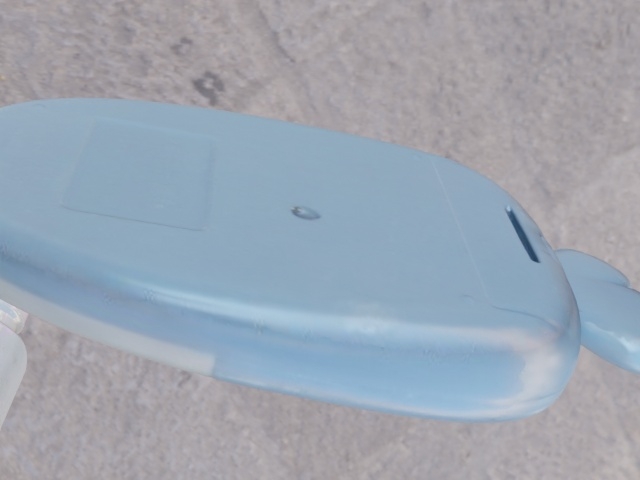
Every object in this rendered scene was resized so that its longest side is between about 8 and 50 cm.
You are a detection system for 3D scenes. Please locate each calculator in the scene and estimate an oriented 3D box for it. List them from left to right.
[{"bbox_3d":[0.000,0.000,0.396,0.303,0.188,0.042,9,116,-10],"label":"calculator"}]

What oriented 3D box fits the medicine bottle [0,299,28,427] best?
[{"bbox_3d":[-0.506,0.189,1.359,0.161,0.111,0.296,43,44,-33],"label":"medicine bottle"}]
